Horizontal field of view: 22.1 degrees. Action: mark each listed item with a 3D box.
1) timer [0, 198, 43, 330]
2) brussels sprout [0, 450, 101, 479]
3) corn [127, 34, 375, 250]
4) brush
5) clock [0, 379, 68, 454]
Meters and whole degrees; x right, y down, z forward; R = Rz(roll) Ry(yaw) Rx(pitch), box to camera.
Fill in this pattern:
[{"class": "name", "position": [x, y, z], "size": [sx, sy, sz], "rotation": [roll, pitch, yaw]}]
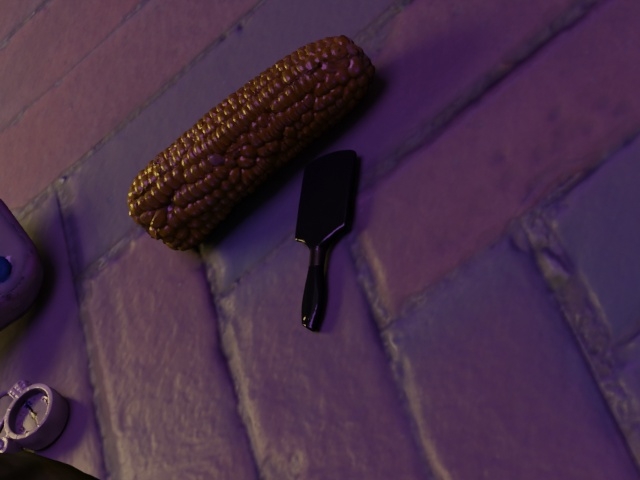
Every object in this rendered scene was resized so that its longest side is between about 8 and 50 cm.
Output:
[{"class": "timer", "position": [-0.418, 0.042, 1.810], "size": [0.208, 0.069, 0.191], "rotation": [-33, 56, -13]}, {"class": "brussels sprout", "position": [-0.277, 0.332, 1.279], "size": [0.361, 0.425, 0.342], "rotation": [-17, 74, 7]}, {"class": "corn", "position": [-0.068, -0.097, 1.617], "size": [0.292, 0.101, 0.101], "rotation": [-36, 42, 15]}, {"class": "brush", "position": [0.000, 0.000, 1.535], "size": [0.063, 0.016, 0.193], "rotation": [-17, 50, 37]}, {"class": "clock", "position": [-0.315, 0.201, 1.677], "size": [0.129, 0.041, 0.087], "rotation": [-52, 42, -8]}]
